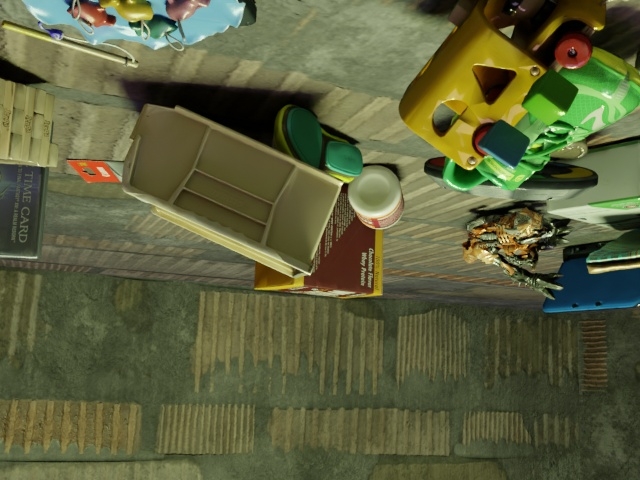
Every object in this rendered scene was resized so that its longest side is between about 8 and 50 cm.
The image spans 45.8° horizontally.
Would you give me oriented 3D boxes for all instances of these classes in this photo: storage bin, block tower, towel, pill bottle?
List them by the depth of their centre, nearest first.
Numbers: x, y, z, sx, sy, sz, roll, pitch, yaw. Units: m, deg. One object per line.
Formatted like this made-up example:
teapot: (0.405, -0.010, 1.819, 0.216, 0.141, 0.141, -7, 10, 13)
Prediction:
block tower: (-0.410, -0.138, 0.779, 0.091, 0.097, 0.335, 7, -179, 17)
storage bin: (-0.119, -0.058, 1.011, 0.260, 0.123, 0.262, 24, 175, -3)
towel: (0.590, -0.018, 1.167, 0.271, 0.040, 0.370, -12, -178, 36)
pill bottle: (0.096, -0.066, 1.262, 0.086, 0.086, 0.152, 1, 170, 10)

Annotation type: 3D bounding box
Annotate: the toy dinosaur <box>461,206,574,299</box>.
toy dinosaur: (0.384, -0.001, 1.539, 0.218, 0.164, 0.322, 20, -175, -13)

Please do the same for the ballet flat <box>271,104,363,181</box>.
ballet flat: (-0.020, -0.121, 1.016, 0.077, 0.077, 0.231, 0, 172, 27)

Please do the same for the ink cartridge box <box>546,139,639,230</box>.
ink cartridge box: (0.457, -0.075, 1.121, 0.208, 0.086, 0.153, 9, 169, -38)

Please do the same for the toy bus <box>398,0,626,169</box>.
toy bus: (0.151, -0.161, 0.632, 0.104, 0.202, 0.191, 34, 173, -6)

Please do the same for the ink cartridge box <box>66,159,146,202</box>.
ink cartridge box: (-0.332, -0.098, 1.311, 0.179, 0.045, 0.145, 0, 170, -3)

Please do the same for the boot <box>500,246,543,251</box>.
boot: (0.448, 0.010, 1.753, 0.118, 0.042, 0.087, -3, 167, 26)

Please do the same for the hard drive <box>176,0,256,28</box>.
hard drive: (-0.117, -0.216, 0.635, 0.094, 0.022, 0.135, 0, 170, 12)

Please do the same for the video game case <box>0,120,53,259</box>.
video game case: (-0.508, -0.079, 1.010, 0.274, 0.196, 0.026, 4, 172, -8)

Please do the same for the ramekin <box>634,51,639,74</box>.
ramekin: (0.417, -0.134, 0.732, 0.207, 0.109, 0.207, 2, 170, 0)

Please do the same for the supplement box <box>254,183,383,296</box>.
supplement box: (0.000, 0.000, 1.360, 0.194, 0.191, 0.129, 9, 169, -35)

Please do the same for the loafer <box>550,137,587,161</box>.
loafer: (0.284, -0.125, 0.925, 0.056, 0.050, 0.148, 3, -178, -4)

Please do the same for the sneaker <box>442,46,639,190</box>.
sneaker: (0.230, -0.114, 0.811, 0.109, 0.123, 0.295, 27, 163, -13)

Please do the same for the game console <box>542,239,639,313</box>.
game console: (0.704, 0.087, 1.753, 0.250, 0.173, 0.293, 8, 169, -29)

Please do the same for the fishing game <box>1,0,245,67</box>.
fishing game: (-0.156, -0.189, 0.620, 0.264, 0.041, 0.189, -6, 169, 42)

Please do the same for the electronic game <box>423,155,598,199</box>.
electronic game: (0.255, -0.092, 1.024, 0.229, 0.048, 0.229, 2, -166, -1)
